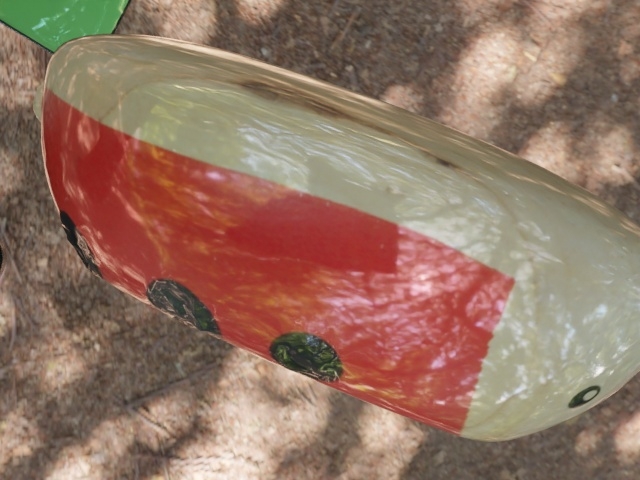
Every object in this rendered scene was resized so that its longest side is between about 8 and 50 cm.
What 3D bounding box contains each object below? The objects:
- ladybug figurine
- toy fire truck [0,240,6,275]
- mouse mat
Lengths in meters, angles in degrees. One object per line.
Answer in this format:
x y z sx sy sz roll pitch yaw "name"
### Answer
0.000 0.000 0.608 0.449 0.305 0.162 22 88 15 "ladybug figurine"
-0.412 -0.012 0.763 0.246 0.158 0.217 -24 94 -13 "toy fire truck"
-0.348 -0.316 1.188 0.189 0.007 0.153 32 60 -22 "mouse mat"
